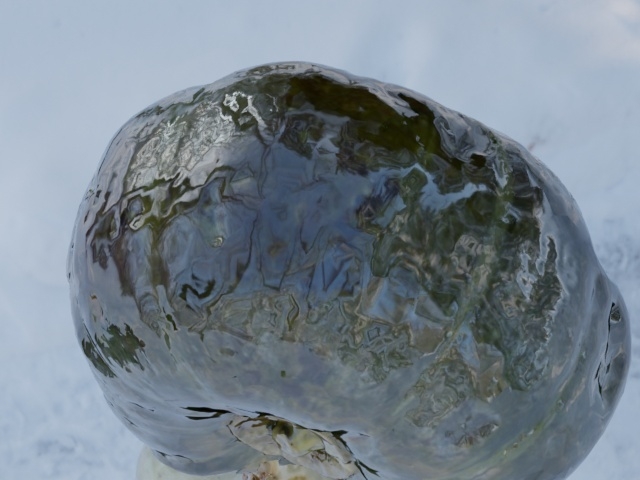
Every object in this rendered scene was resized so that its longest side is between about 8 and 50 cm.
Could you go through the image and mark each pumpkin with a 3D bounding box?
[{"bbox_3d":[0.000,0.000,0.566,0.325,0.232,0.242,1,47,23],"label":"pumpkin"}]

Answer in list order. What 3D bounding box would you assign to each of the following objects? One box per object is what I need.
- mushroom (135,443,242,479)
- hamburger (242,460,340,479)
[{"bbox_3d":[-0.136,0.319,1.461,0.246,0.246,0.202,-39,78,-14],"label":"mushroom"},{"bbox_3d":[0.054,0.226,0.951,0.250,0.330,0.329,-7,55,-5],"label":"hamburger"}]
